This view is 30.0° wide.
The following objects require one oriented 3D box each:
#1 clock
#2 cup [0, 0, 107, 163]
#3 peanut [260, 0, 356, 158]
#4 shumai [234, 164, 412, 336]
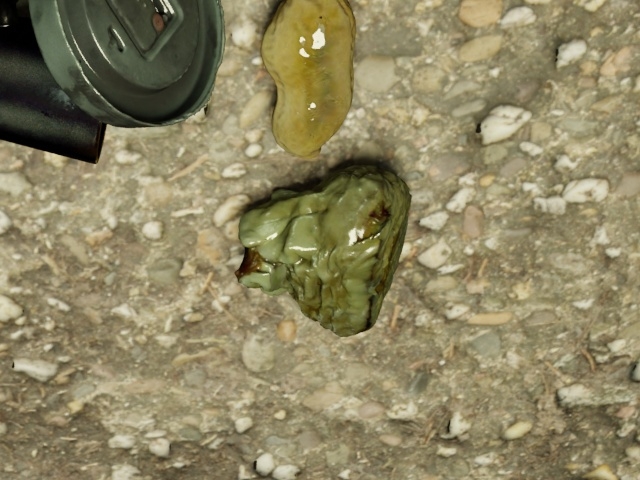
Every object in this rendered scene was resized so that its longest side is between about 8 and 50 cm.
[{"bbox_3d":[-0.217,-0.262,1.363,0.055,0.280,0.281,-5,125,35],"label":"clock"},{"bbox_3d":[-0.334,-0.225,1.431,0.177,0.166,0.239,10,99,-7],"label":"cup"},{"bbox_3d":[-0.017,-0.210,1.506,0.120,0.110,0.236,-11,128,-27],"label":"peanut"},{"bbox_3d":[0.002,0.001,1.601,0.218,0.189,0.256,9,133,6],"label":"shumai"}]
